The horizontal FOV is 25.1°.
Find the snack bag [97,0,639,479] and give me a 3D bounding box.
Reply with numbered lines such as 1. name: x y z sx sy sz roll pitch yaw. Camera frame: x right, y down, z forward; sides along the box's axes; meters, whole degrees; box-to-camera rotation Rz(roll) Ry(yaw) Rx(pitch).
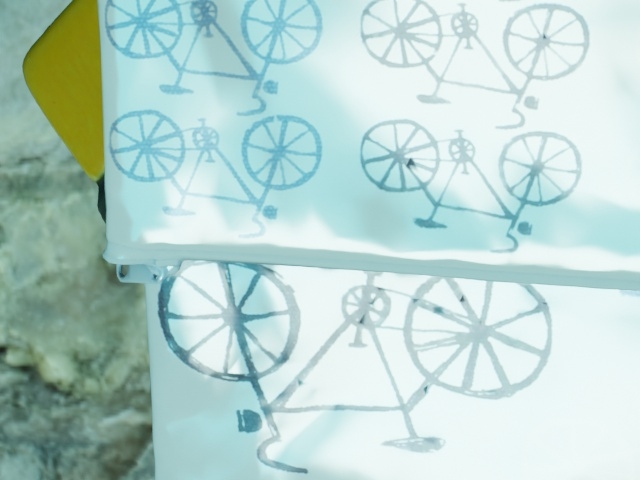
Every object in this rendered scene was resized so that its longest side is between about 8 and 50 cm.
1. snack bag: 0.064 0.011 0.586 0.323 0.037 0.342 5 111 11

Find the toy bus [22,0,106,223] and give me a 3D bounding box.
1. toy bus: 0.000 0.000 0.709 0.108 0.130 0.332 -41 87 23
